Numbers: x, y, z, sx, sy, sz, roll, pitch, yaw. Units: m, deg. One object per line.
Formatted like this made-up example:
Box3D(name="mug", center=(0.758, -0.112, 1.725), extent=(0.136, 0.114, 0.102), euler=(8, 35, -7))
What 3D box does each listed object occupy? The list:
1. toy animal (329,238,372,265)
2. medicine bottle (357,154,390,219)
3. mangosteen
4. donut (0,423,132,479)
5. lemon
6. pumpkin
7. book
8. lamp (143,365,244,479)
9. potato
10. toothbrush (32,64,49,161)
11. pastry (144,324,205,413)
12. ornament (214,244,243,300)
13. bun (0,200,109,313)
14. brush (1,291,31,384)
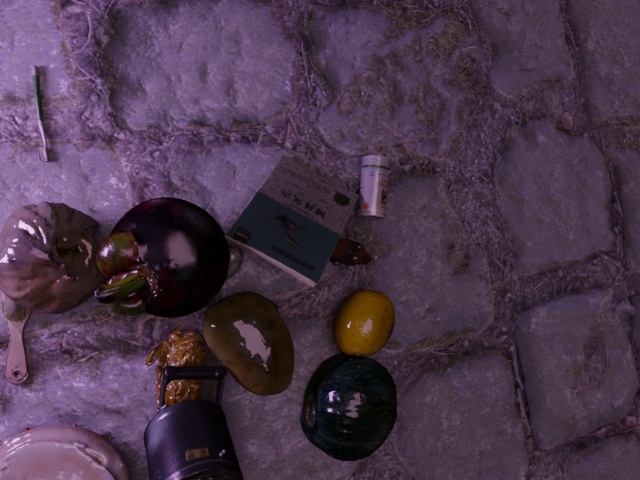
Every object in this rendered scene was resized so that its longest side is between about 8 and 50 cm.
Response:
Box3D(name="toy animal", center=(0.000, 0.000, 1.412), extent=(0.312, 0.157, 0.097), euler=(23, 80, -14))
Box3D(name="medicine bottle", center=(0.162, -0.160, 1.500), extent=(0.086, 0.086, 0.183), euler=(6, 86, -15))
Box3D(name="mangosteen", center=(-0.387, 0.047, 1.203), extent=(0.306, 0.359, 0.306), euler=(1, 96, 11))
Box3D(name="donut", center=(-0.655, 0.636, 1.205), extent=(0.383, 0.142, 0.382), euler=(1, 86, -15))
Box3D(name="lemon", center=(0.127, 0.237, 1.431), extent=(0.170, 0.170, 0.207), euler=(25, 73, -13))
Box3D(name="pumpkin", center=(0.101, 0.480, 1.394), extent=(0.263, 0.197, 0.293), euler=(13, 86, -17))
Box3D(name="book", center=(-0.062, -0.068, 1.343), extent=(0.264, 0.031, 0.379), euler=(28, 46, -2))
Box3D(name="lamp", center=(-0.296, 0.520, 1.161), extent=(0.205, 0.272, 0.374), euler=(8, 97, -31))
Box3D(name="potato", center=(-0.184, 0.279, 1.338), extent=(0.210, 0.173, 0.307), euler=(-31, 97, -16))
Box3D(name="toothbrush", center=(-0.741, -0.334, 1.298), extent=(0.024, 0.018, 0.257), euler=(-6, 89, -9))
Box3D(name="pastry", center=(-0.383, 0.358, 1.315), extent=(0.154, 0.102, 0.250), euler=(-4, 90, -14))
Box3D(name="ornament", center=(-0.270, 0.086, 1.374), extent=(0.075, 0.081, 0.156), euler=(32, 84, -16))
Box3D(name="bun", center=(-0.643, 0.040, 1.186), extent=(0.282, 0.205, 0.281), euler=(10, 73, -35))
Box3D(name="brush", center=(-0.771, 0.210, 1.240), extent=(0.072, 0.067, 0.312), euler=(1, 89, -16))
